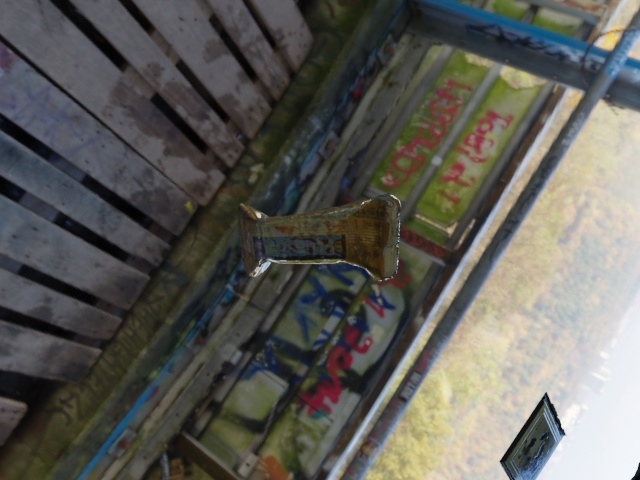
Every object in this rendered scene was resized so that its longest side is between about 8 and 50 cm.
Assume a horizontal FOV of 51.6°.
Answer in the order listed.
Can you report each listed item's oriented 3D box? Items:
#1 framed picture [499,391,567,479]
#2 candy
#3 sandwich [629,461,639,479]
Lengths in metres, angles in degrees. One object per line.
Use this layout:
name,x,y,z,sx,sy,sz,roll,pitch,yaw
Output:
framed picture,0.483,0.467,1.493,0.195,0.010,0.199,-48,129,-20
candy,0.000,0.000,1.094,0.101,0.271,0.143,-14,101,-86
sandwich,0.468,0.337,0.674,0.250,0.162,0.301,-53,-160,17
